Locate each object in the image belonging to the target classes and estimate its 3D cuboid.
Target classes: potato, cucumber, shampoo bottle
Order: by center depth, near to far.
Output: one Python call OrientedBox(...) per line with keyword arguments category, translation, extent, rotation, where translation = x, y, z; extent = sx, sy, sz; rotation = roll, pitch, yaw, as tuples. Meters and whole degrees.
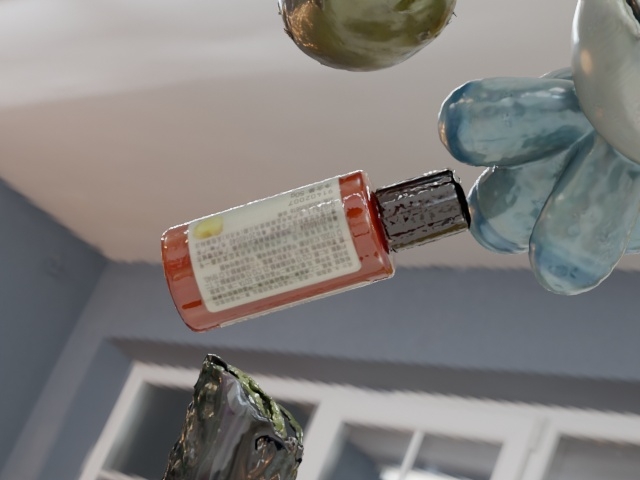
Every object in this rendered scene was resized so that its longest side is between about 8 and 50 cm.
OrientedBox(category="cucumber", translation=(-0.071, 0.171, 0.597), extent=(0.067, 0.245, 0.067), rotation=(21, -16, 6))
OrientedBox(category="shampoo bottle", translation=(0.000, 0.000, 1.265), extent=(0.278, 0.104, 0.104), rotation=(-16, -33, 9))
OrientedBox(category="potato", translation=(0.042, -0.243, 1.344), extent=(0.165, 0.165, 0.262), rotation=(29, -10, -11))

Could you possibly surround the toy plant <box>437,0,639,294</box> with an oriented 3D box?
OrientedBox(category="toy plant", translation=(0.244, -0.088, 1.217), extent=(0.247, 0.247, 0.332), rotation=(30, -47, -16))
